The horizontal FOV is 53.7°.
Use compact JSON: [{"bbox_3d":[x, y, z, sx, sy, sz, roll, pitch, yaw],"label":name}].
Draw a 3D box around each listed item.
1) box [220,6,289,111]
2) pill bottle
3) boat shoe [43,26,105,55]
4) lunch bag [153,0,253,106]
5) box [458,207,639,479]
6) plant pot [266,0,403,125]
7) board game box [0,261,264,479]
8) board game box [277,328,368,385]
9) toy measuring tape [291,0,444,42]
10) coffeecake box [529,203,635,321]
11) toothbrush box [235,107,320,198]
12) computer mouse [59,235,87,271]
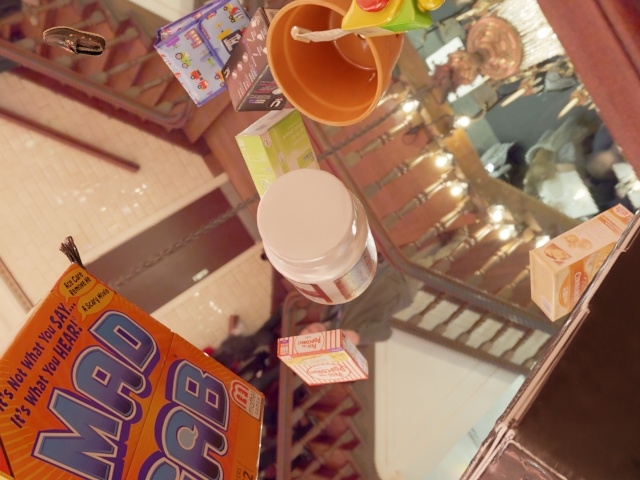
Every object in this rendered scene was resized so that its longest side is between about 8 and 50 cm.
[{"bbox_3d":[-0.133,-0.485,1.726,0.270,0.165,0.143,-40,66,49],"label":"box"},{"bbox_3d":[0.000,0.000,1.375,0.224,0.224,0.392,45,175,17],"label":"pill bottle"},{"bbox_3d":[-0.551,-0.445,1.418,0.048,0.133,0.042,113,154,-46],"label":"boat shoe"},{"bbox_3d":[-0.298,-0.573,1.856,0.221,0.293,0.138,55,-166,-37],"label":"lunch bag"},{"bbox_3d":[0.349,0.272,0.744,0.297,0.480,0.471,35,138,20],"label":"box"},{"bbox_3d":[0.053,-0.432,1.422,0.291,0.203,0.290,22,138,22],"label":"plant pot"},{"bbox_3d":[-0.329,0.326,0.824,0.356,0.356,0.356,40,-162,-17],"label":"board game box"},{"bbox_3d":[0.010,0.264,1.413,0.147,0.045,0.193,-12,145,18],"label":"board game box"},{"bbox_3d":[0.071,-0.397,1.038,0.330,0.121,0.121,13,131,48],"label":"toy measuring tape"},{"bbox_3d":[0.469,0.041,1.119,0.068,0.186,0.142,58,173,44],"label":"coffeecake box"},{"bbox_3d":[-0.130,-0.271,2.121,0.122,0.206,0.283,8,129,40],"label":"toothbrush box"},{"bbox_3d":[-0.630,0.092,1.631,0.184,0.060,0.262,64,159,5],"label":"computer mouse"}]
